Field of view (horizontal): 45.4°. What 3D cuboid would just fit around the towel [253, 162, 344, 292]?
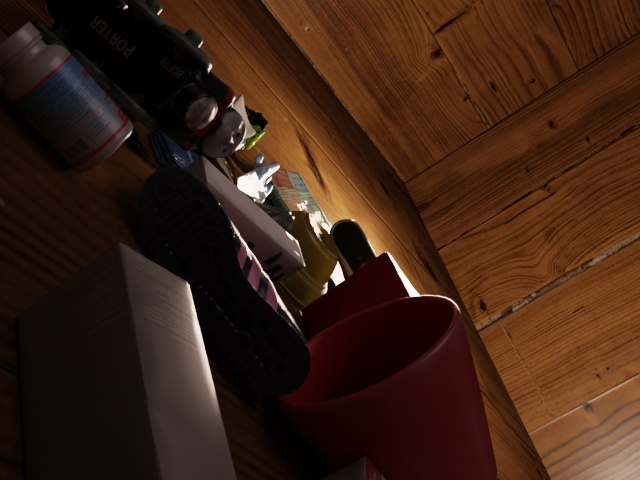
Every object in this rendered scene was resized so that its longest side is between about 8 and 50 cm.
[{"bbox_3d":[0.000,0.000,1.647,0.370,0.040,0.271,59,13,7],"label":"towel"}]

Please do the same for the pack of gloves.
[{"bbox_3d":[-0.120,-0.162,1.399,0.232,0.046,0.195,-74,149,-70],"label":"pack of gloves"}]

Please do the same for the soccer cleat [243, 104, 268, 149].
[{"bbox_3d":[-0.146,-0.249,1.621,0.060,0.072,0.179,50,15,-30],"label":"soccer cleat"}]

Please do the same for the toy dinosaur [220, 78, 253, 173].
[{"bbox_3d":[-0.192,-0.221,1.460,0.112,0.064,0.211,52,18,-82],"label":"toy dinosaur"}]

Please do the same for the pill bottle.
[{"bbox_3d":[-0.295,-0.161,0.862,0.160,0.087,0.087,51,15,-25],"label":"pill bottle"}]

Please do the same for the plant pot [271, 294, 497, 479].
[{"bbox_3d":[0.106,0.243,1.035,0.275,0.275,0.243,-72,137,-73],"label":"plant pot"}]

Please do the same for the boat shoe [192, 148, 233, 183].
[{"bbox_3d":[-0.189,-0.138,1.280,0.045,0.050,0.135,-91,156,-72],"label":"boat shoe"}]

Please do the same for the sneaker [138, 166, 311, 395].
[{"bbox_3d":[-0.127,0.054,0.986,0.319,0.112,0.131,60,-4,-1],"label":"sneaker"}]

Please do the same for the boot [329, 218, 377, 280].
[{"bbox_3d":[0.086,0.075,1.530,0.176,0.088,0.244,120,-54,-86],"label":"boot"}]

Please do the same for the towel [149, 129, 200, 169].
[{"bbox_3d":[-0.216,-0.128,1.193,0.119,0.029,0.067,34,26,-59],"label":"towel"}]

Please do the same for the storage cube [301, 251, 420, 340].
[{"bbox_3d":[0.106,0.171,1.272,0.183,0.215,0.193,49,9,-27],"label":"storage cube"}]

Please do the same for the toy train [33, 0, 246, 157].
[{"bbox_3d":[-0.232,-0.232,1.016,0.334,0.142,0.190,40,1,27],"label":"toy train"}]

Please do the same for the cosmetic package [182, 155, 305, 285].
[{"bbox_3d":[-0.128,-0.012,1.091,0.239,0.099,0.060,43,19,-45],"label":"cosmetic package"}]

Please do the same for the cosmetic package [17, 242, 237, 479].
[{"bbox_3d":[-0.155,0.135,0.601,0.107,0.127,0.238,39,24,-51],"label":"cosmetic package"}]

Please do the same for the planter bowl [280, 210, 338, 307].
[{"bbox_3d":[-0.030,0.013,1.400,0.217,0.090,0.217,52,15,-20],"label":"planter bowl"}]

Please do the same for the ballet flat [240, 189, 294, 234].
[{"bbox_3d":[-0.121,-0.040,1.238,0.213,0.072,0.068,23,75,-47],"label":"ballet flat"}]

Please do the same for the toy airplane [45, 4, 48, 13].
[{"bbox_3d":[-0.365,-0.381,1.105,0.151,0.028,0.151,9,90,-80],"label":"toy airplane"}]

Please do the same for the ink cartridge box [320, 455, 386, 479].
[{"bbox_3d":[0.052,0.342,0.916,0.135,0.099,0.056,53,14,-13],"label":"ink cartridge box"}]
